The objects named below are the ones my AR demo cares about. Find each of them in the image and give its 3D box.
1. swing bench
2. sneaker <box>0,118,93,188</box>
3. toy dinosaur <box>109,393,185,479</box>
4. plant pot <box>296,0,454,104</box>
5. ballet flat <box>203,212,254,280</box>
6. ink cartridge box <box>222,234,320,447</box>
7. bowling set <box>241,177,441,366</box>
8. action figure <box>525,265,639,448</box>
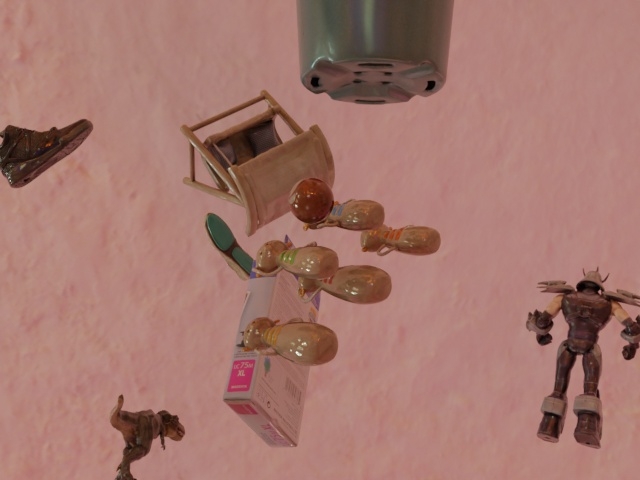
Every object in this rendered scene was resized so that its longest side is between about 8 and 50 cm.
[{"bbox_3d":[-0.138,-0.179,1.893,0.254,0.253,0.165,37,141,29],"label":"swing bench"},{"bbox_3d":[-0.629,-0.230,1.892,0.227,0.087,0.130,-34,89,-3],"label":"sneaker"},{"bbox_3d":[-0.271,0.298,1.238,0.064,0.268,0.118,10,75,10],"label":"toy dinosaur"},{"bbox_3d":[0.094,-0.431,1.467,0.341,0.341,0.334,0,82,14],"label":"plant pot"},{"bbox_3d":[-0.192,0.019,1.723,0.052,0.057,0.168,-24,108,47],"label":"ballet flat"},{"bbox_3d":[-0.072,0.167,1.417,0.065,0.311,0.186,-4,143,23],"label":"ink cartridge box"},{"bbox_3d":[0.000,0.000,1.060,0.154,0.287,0.200,4,126,49],"label":"bowling set"},{"bbox_3d":[0.404,0.172,1.311,0.185,0.285,0.099,3,159,35],"label":"action figure"}]
